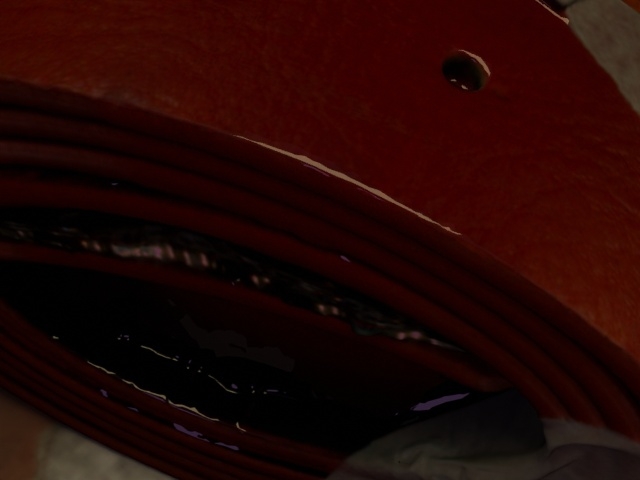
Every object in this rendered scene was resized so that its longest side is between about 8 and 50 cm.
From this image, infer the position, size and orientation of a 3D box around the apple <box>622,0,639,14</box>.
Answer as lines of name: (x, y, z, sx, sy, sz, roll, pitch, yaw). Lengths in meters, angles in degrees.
apple: (0.113, -0.096, 0.628, 0.146, 0.146, 0.146, 4, 57, -7)

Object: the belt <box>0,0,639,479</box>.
belt: (0.000, 0.000, 0.496, 0.324, 0.227, 0.115, 20, 59, 10)
